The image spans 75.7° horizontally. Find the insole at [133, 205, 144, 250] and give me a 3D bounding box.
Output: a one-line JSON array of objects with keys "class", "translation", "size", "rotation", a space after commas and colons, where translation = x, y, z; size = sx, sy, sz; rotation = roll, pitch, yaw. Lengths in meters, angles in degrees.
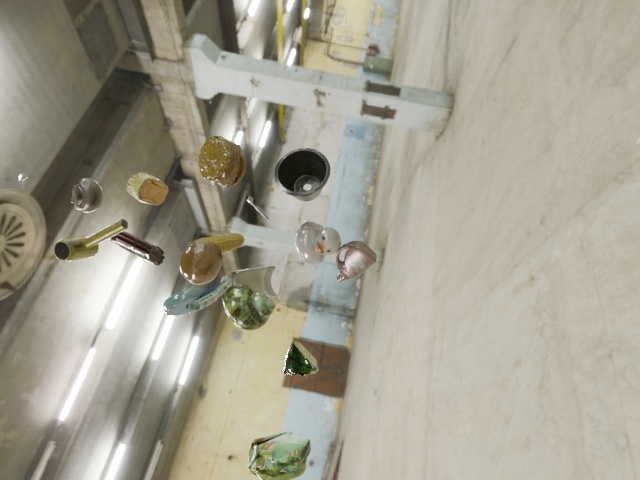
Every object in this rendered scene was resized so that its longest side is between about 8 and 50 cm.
[{"class": "insole", "translation": [-0.804, -0.055, 1.825], "size": [0.253, 0.005, 0.086], "rotation": [-60, 27, 33]}]

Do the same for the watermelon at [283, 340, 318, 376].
[{"class": "watermelon", "translation": [-0.065, 0.438, 1.501], "size": [0.301, 0.129, 0.123], "rotation": [102, -177, -80]}]

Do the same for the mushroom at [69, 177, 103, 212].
[{"class": "mushroom", "translation": [-1.214, -0.230, 2.167], "size": [0.141, 0.117, 0.188], "rotation": [-21, -48, -62]}]

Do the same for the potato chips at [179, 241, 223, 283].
[{"class": "potato chips", "translation": [-0.524, 0.106, 1.838], "size": [0.208, 0.195, 0.062], "rotation": [-41, 27, -1]}]

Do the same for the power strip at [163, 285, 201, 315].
[{"class": "power strip", "translation": [-0.517, 0.238, 1.543], "size": [0.044, 0.137, 0.216], "rotation": [64, 152, 16]}]

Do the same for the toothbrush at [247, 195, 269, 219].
[{"class": "toothbrush", "translation": [-0.350, -0.182, 2.346], "size": [0.354, 0.024, 0.029], "rotation": [56, -130, -73]}]

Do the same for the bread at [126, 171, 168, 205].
[{"class": "bread", "translation": [-0.834, -0.251, 1.982], "size": [0.132, 0.114, 0.190], "rotation": [-58, -15, 0]}]

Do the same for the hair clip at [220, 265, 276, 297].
[{"class": "hair clip", "translation": [-0.384, 0.227, 2.220], "size": [0.113, 0.282, 0.173], "rotation": [-20, 71, 52]}]

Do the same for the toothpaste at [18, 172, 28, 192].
[{"class": "toothpaste", "translation": [-1.236, -0.247, 1.708], "size": [0.218, 0.033, 0.052], "rotation": [31, 118, 52]}]

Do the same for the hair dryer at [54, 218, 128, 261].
[{"class": "hair dryer", "translation": [-0.851, -0.008, 1.551], "size": [0.090, 0.278, 0.135], "rotation": [66, -166, 0]}]

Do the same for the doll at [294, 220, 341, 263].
[{"class": "doll", "translation": [0.000, 0.000, 1.935], "size": [0.251, 0.221, 0.221], "rotation": [-61, -17, -68]}]

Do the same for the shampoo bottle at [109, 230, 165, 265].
[{"class": "shampoo bottle", "translation": [-0.932, 0.026, 2.074], "size": [0.084, 0.323, 0.129], "rotation": [-56, -27, -27]}]

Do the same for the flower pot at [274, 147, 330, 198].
[{"class": "flower pot", "translation": [-0.075, -0.296, 1.996], "size": [0.166, 0.268, 0.269], "rotation": [66, -147, -66]}]

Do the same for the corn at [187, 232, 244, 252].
[{"class": "corn", "translation": [-0.526, 0.026, 2.104], "size": [0.305, 0.106, 0.106], "rotation": [-14, -57, -43]}]

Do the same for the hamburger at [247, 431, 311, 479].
[{"class": "hamburger", "translation": [-0.135, 0.762, 1.428], "size": [0.235, 0.214, 0.125], "rotation": [9, 103, 50]}]

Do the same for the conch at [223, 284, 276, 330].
[{"class": "conch", "translation": [-0.270, 0.256, 1.583], "size": [0.124, 0.181, 0.187], "rotation": [22, 132, 70]}]

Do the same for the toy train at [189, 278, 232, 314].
[{"class": "toy train", "translation": [-0.456, 0.230, 1.733], "size": [0.233, 0.051, 0.052], "rotation": [-28, -28, -40]}]

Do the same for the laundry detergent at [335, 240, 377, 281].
[{"class": "laundry detergent", "translation": [0.140, 0.101, 2.008], "size": [0.237, 0.171, 0.076], "rotation": [-40, 17, 32]}]

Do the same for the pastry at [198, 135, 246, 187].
[{"class": "pastry", "translation": [-0.375, -0.296, 1.565], "size": [0.103, 0.188, 0.189], "rotation": [2, -79, -56]}]
